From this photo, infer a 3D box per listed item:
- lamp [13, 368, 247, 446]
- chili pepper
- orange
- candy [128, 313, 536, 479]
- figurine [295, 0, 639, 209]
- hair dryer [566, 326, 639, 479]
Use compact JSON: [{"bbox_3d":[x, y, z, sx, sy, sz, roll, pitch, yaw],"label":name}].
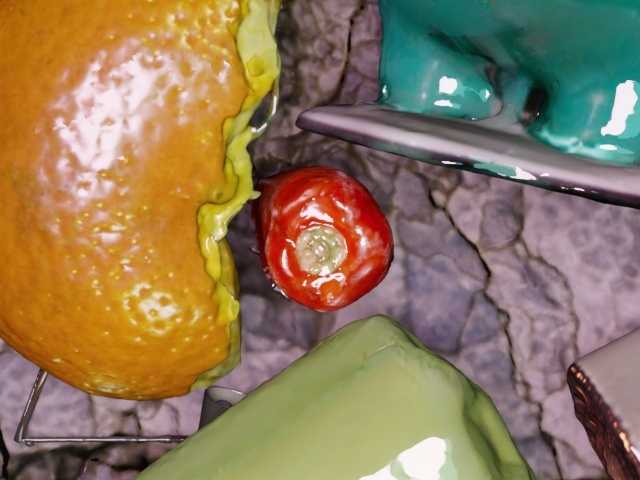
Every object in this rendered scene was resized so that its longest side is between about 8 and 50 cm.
[{"bbox_3d":[-0.096,0.097,0.972,0.121,0.041,0.054,16,102,-10],"label":"lamp"},{"bbox_3d":[0.000,0.000,0.926,0.070,0.123,0.073,14,91,-9],"label":"chili pepper"},{"bbox_3d":[-0.104,-0.046,0.885,0.158,0.179,0.237,10,101,-18],"label":"orange"},{"bbox_3d":[-0.052,0.182,0.927,0.343,0.132,0.142,-38,134,-1],"label":"candy"},{"bbox_3d":[0.123,-0.193,0.864,0.323,0.231,0.340,14,94,31],"label":"figurine"},{"bbox_3d":[0.288,0.169,0.895,0.203,0.128,0.362,-26,61,-2],"label":"hair dryer"}]
